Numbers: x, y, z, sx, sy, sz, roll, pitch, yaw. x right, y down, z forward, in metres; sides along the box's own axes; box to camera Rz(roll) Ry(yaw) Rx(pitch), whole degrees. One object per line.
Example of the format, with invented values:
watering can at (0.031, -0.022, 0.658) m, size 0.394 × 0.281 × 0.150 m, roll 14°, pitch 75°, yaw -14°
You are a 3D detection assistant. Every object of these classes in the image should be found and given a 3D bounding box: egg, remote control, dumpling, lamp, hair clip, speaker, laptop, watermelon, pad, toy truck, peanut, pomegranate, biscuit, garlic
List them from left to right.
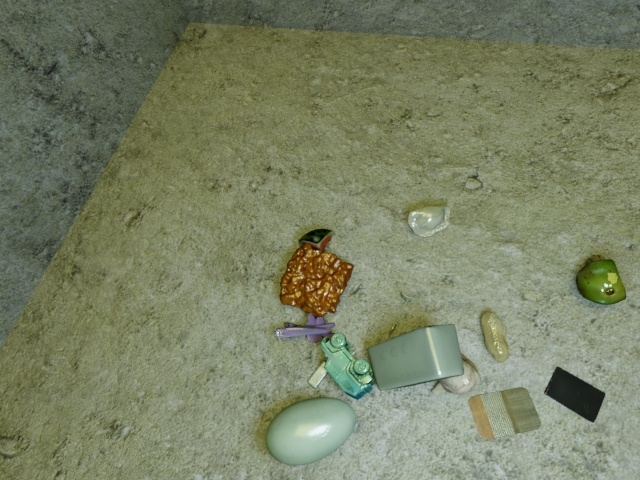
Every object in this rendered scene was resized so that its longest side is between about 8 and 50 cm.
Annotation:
hair clip at (-0.067, 0.403, 1.865) m, size 0.278 × 0.090 × 0.137 m, roll -4°, pitch 86°, yaw 6°
egg at (-0.036, 0.752, 1.621) m, size 0.371 × 0.230 × 0.230 m, roll -17°, pitch 63°, yaw -5°
biscuit at (-0.030, 0.197, 1.948) m, size 0.312 × 0.110 × 0.318 m, roll 20°, pitch 74°, yaw 17°
watermelon at (-0.008, -0.018, 2.061) m, size 0.145 × 0.137 × 0.193 m, roll -57°, pitch 27°, yaw -16°
remote control at (-0.004, 0.596, 1.809) m, size 0.053 × 0.018 × 0.124 m, roll 33°, pitch 73°, yaw 23°
toy truck at (0.109, 0.532, 1.736) m, size 0.156 × 0.155 × 0.279 m, roll -40°, pitch 59°, yaw -10°
lamp at (0.352, 0.334, 1.863) m, size 0.056 × 0.050 × 0.198 m, roll 27°, pitch 69°, yaw 17°
speaker at (0.368, 0.471, 1.607) m, size 0.183 × 0.406 × 0.184 m, roll 5°, pitch 63°, yaw -29°
dumpling at (0.544, -0.097, 2.011) m, size 0.229 × 0.124 × 0.151 m, roll -12°, pitch 101°, yaw -6°
garlic at (0.528, 0.561, 1.663) m, size 0.218 × 0.218 × 0.212 m, roll 42°, pitch 106°, yaw 24°
peanut at (0.748, 0.411, 1.742) m, size 0.099 × 0.090 × 0.214 m, roll 8°, pitch 64°, yaw -20°
pad at (0.726, 0.619, 1.661) m, size 0.250 × 0.055 × 0.323 m, roll -13°, pitch 81°, yaw 3°
laptop at (1.024, 0.617, 1.639) m, size 0.197 × 0.016 × 0.135 m, roll 31°, pitch 72°, yaw 20°
pomegranate at (1.185, 0.158, 1.746) m, size 0.159 × 0.190 × 0.240 m, roll -15°, pitch 61°, yaw 29°
